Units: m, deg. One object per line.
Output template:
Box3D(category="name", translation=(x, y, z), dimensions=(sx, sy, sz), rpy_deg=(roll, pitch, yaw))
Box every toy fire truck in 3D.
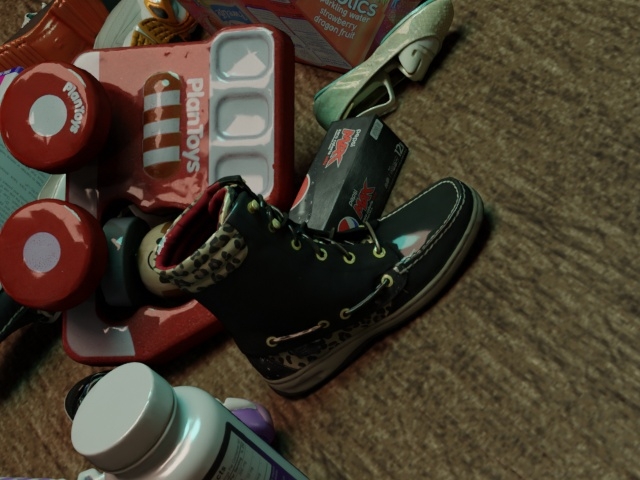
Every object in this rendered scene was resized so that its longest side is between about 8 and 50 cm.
Box3D(category="toy fire truck", translation=(-0.142, -0.040, 1.643), dimensions=(0.253, 0.169, 0.302), rpy_deg=(-3, 81, 20))

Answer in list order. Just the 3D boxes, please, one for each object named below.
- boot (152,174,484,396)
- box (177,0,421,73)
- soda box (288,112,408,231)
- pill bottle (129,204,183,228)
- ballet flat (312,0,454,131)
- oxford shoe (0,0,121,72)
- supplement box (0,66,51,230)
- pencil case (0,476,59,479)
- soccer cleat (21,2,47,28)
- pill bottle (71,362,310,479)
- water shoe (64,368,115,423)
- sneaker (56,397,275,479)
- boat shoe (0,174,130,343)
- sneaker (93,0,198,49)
Box3D(category="boot", translation=(0.000, 0.002, 1.458), dimensions=(0.236, 0.178, 0.085), rpy_deg=(-41, 33, 8))
Box3D(category="box", translation=(-0.039, -0.281, 1.837), dimensions=(0.142, 0.154, 0.300), rpy_deg=(-52, 32, -11))
Box3D(category="soda box", translation=(0.014, -0.028, 1.591), dimensions=(0.060, 0.053, 0.169), rpy_deg=(-7, 48, 44))
Box3D(category="pill bottle", translation=(-0.127, -0.075, 1.776), dimensions=(0.137, 0.078, 0.078), rpy_deg=(-35, 34, 16))
Box3D(category="ballet flat", translation=(0.067, -0.155, 1.685), dimensions=(0.168, 0.057, 0.052), rpy_deg=(-40, 61, 15))
Box3D(category="oxford shoe", translation=(-0.333, -0.214, 2.167), dimensions=(0.271, 0.097, 0.098), rpy_deg=(-43, 13, -4))
Box3D(category="supplement box", translation=(-0.374, -0.070, 2.017), dimensions=(0.111, 0.114, 0.220), rpy_deg=(-7, 51, 43))
Box3D(category="pencil case", translation=(-0.291, 0.252, 1.606), dimensions=(0.206, 0.088, 0.086), rpy_deg=(-4, 14, 46))
Box3D(category="soccer cleat", translation=(-0.366, -0.266, 2.288), dimensions=(0.083, 0.035, 0.029), rpy_deg=(-35, 34, 15))
Box3D(category="pill bottle", translation=(-0.092, 0.177, 1.357), dimensions=(0.108, 0.193, 0.108), rpy_deg=(-29, 36, 24))
Box3D(category="water shoe", translation=(-0.177, 0.139, 1.598), dimensions=(0.203, 0.080, 0.073), rpy_deg=(11, 62, 52))
Box3D(category="sneaker", translation=(-0.133, 0.216, 1.465), dimensions=(0.236, 0.095, 0.105), rpy_deg=(-31, 57, 3))
Box3D(category="boat shoe", translation=(-0.272, 0.026, 1.815), dimensions=(0.303, 0.091, 0.114), rpy_deg=(-57, 15, -13))
Box3D(category="sneaker", translation=(-0.198, -0.193, 1.986), dimensions=(0.121, 0.099, 0.262), rpy_deg=(-38, 25, 26))
